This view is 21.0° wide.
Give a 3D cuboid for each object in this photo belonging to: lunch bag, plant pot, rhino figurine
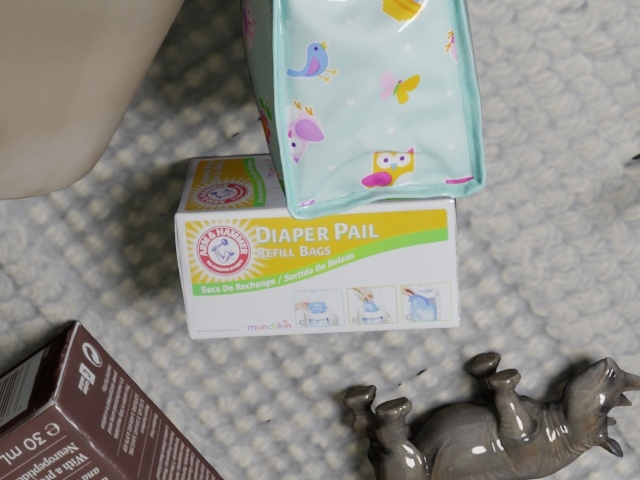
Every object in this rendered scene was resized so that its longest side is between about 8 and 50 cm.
[{"bbox_3d":[0.023,-0.178,1.135,0.160,0.223,0.262,-8,113,-1],"label":"lunch bag"},{"bbox_3d":[-0.212,-0.190,1.095,0.323,0.323,0.280,14,120,-4],"label":"plant pot"},{"bbox_3d":[0.148,0.146,1.366,0.243,0.073,0.106,-14,110,7],"label":"rhino figurine"}]

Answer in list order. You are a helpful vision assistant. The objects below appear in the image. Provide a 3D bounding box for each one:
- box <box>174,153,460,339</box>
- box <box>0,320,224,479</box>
[{"bbox_3d":[0.000,0.000,1.279,0.203,0.114,0.103,-3,115,5],"label":"box"},{"bbox_3d":[-0.155,0.275,1.402,0.191,0.143,0.381,-35,111,16],"label":"box"}]
